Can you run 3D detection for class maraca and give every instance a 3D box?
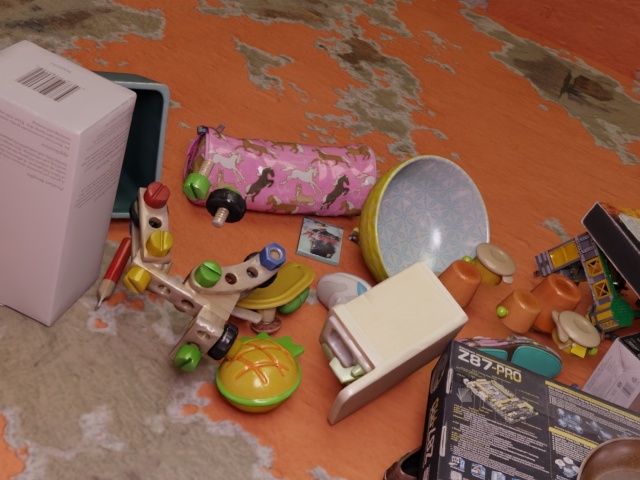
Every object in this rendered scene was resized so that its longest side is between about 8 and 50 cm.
[{"bbox_3d":[-0.089,0.194,1.215,0.127,0.099,0.185,11,26,6],"label":"maraca"}]

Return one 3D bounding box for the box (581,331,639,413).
[{"bbox_3d":[0.623,0.241,1.458,0.290,0.169,0.087,-7,42,-32],"label":"box"}]

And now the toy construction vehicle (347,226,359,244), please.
[{"bbox_3d":[0.118,-0.011,1.645,0.098,0.035,0.086,30,36,12],"label":"toy construction vehicle"}]

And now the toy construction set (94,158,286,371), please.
[{"bbox_3d":[-0.230,0.074,1.196,0.257,0.309,0.237,46,47,-34],"label":"toy construction set"}]

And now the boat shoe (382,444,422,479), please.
[{"bbox_3d":[0.181,0.334,1.189,0.207,0.073,0.073,-13,45,-40],"label":"boat shoe"}]

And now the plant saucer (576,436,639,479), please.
[{"bbox_3d":[0.452,0.394,1.005,0.311,0.050,0.310,16,38,-12],"label":"plant saucer"}]

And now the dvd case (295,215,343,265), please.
[{"bbox_3d":[0.000,0.000,1.590,0.087,0.013,0.119,18,34,-5],"label":"dvd case"}]

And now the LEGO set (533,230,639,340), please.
[{"bbox_3d":[0.608,0.098,1.680,0.331,0.192,0.254,-12,76,-35],"label":"LEGO set"}]

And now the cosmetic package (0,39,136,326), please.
[{"bbox_3d":[-0.419,-0.076,1.172,0.197,0.365,0.155,27,37,4],"label":"cosmetic package"}]

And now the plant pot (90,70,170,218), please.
[{"bbox_3d":[-0.439,-0.200,1.445,0.248,0.247,0.252,-2,24,-29],"label":"plant pot"}]

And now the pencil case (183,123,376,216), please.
[{"bbox_3d":[-0.076,-0.136,1.613,0.386,0.167,0.160,5,1,-21],"label":"pencil case"}]

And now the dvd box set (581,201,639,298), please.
[{"bbox_3d":[0.743,0.068,1.540,0.421,0.062,0.307,8,39,-29],"label":"dvd box set"}]

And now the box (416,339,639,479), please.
[{"bbox_3d":[0.338,0.337,1.131,0.395,0.097,0.318,21,38,-2],"label":"box"}]

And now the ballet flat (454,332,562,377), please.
[{"bbox_3d":[0.332,0.203,1.447,0.222,0.076,0.079,6,24,-17],"label":"ballet flat"}]

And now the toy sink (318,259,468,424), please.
[{"bbox_3d":[0.083,0.155,1.230,0.234,0.152,0.131,-29,69,-20],"label":"toy sink"}]

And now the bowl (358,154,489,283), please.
[{"bbox_3d":[0.172,-0.011,1.543,0.290,0.289,0.156,-9,1,-35],"label":"bowl"}]

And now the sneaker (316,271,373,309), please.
[{"bbox_3d":[0.064,0.139,1.376,0.092,0.087,0.229,-18,48,-39],"label":"sneaker"}]

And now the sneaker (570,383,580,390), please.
[{"bbox_3d":[0.430,0.308,1.370,0.059,0.053,0.144,27,44,10],"label":"sneaker"}]

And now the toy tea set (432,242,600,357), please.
[{"bbox_3d":[0.349,0.121,1.489,0.336,0.124,0.200,25,34,-8],"label":"toy tea set"}]

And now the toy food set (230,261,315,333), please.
[{"bbox_3d":[-0.094,0.108,1.364,0.128,0.071,0.218,10,26,28],"label":"toy food set"}]
